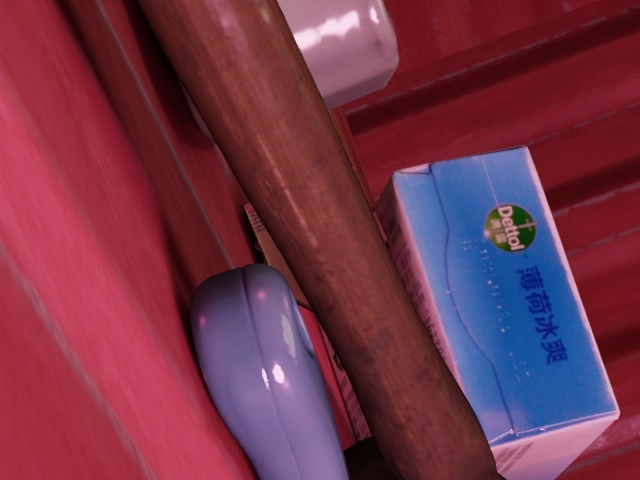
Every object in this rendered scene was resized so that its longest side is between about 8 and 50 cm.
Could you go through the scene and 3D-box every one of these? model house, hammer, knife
[{"bbox_3d":[0.000,0.000,0.844,0.083,0.057,0.058,-40,106,-89],"label":"model house"},{"bbox_3d":[-0.022,-0.039,0.551,0.168,0.044,0.440,23,-33,53],"label":"hammer"},{"bbox_3d":[0.007,0.114,0.589,0.058,0.032,0.244,-112,-176,-61],"label":"knife"}]

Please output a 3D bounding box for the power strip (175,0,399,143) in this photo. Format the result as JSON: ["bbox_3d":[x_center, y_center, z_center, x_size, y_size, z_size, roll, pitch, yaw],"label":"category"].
[{"bbox_3d":[-0.028,-0.164,0.702,0.261,0.141,0.229,-49,118,-90],"label":"power strip"}]

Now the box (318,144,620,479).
[{"bbox_3d":[0.066,0.059,0.932,0.194,0.073,0.139,114,-39,-65],"label":"box"}]

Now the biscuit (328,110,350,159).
[{"bbox_3d":[0.000,-0.050,1.307,0.289,0.044,0.202,-104,174,-78],"label":"biscuit"}]
